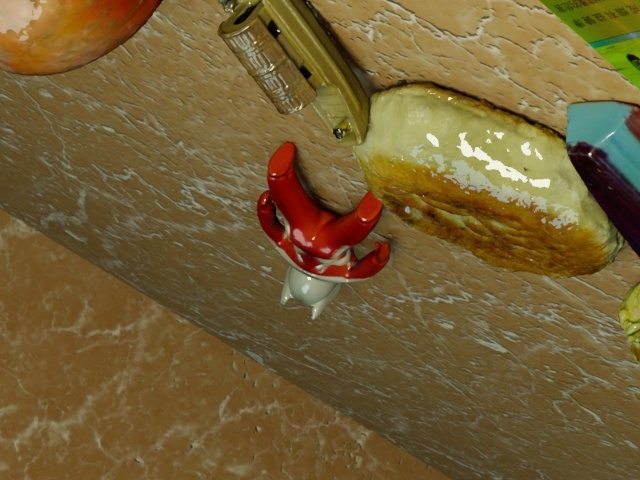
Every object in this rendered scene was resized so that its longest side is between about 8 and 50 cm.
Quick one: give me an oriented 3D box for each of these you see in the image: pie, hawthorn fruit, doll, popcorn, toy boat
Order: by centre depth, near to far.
[{"bbox_3d":[-0.236,-0.280,1.326,0.235,0.263,0.231,43,-165,-18],"label":"hawthorn fruit"},{"bbox_3d":[0.362,0.003,1.435,0.392,0.079,0.136,43,160,-33],"label":"toy boat"},{"bbox_3d":[-0.029,-0.174,1.458,0.068,0.088,0.226,1,137,47],"label":"toy boat"},{"bbox_3d":[0.168,-0.048,1.554,0.315,0.092,0.315,24,164,8],"label":"pie"},{"bbox_3d":[0.376,0.095,1.658,0.097,0.089,0.109,36,169,16],"label":"popcorn"},{"bbox_3d":[0.000,0.000,1.971,0.188,0.099,0.384,28,157,6],"label":"doll"}]

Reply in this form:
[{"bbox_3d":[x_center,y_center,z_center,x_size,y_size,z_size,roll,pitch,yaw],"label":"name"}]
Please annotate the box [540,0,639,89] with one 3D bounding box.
[{"bbox_3d":[0.270,-0.157,1.166,0.193,0.030,0.121,36,162,-24],"label":"box"}]
